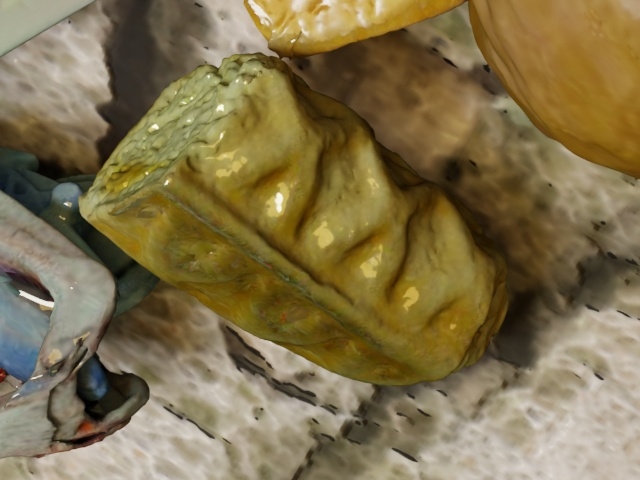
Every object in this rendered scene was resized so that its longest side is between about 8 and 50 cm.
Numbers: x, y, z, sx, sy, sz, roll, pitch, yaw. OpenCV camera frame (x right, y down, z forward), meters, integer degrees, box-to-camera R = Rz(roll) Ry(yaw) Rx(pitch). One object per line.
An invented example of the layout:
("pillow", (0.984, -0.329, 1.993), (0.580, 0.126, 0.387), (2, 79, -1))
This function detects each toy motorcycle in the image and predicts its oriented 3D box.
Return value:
("toy motorcycle", (-0.264, 0.022, 0.908), (0.319, 0.241, 0.182), (12, 118, 16))

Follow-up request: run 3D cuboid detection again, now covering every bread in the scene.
("bread", (0.018, -0.200, 0.871), (0.143, 0.149, 0.158), (-26, 102, 16))
("bread", (0.000, 0.000, 0.883), (0.267, 0.130, 0.152), (35, 129, -28))

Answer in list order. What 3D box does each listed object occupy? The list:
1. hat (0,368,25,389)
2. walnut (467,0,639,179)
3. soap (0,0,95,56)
("hat", (-0.295, 0.120, 1.004), (0.227, 0.140, 0.129), (-17, 108, 0))
("walnut", (0.219, -0.226, 0.730), (0.308, 0.354, 0.398), (7, 105, 39))
("soap", (-0.233, -0.187, 0.856), (0.289, 0.173, 0.095), (-31, 52, -4))
